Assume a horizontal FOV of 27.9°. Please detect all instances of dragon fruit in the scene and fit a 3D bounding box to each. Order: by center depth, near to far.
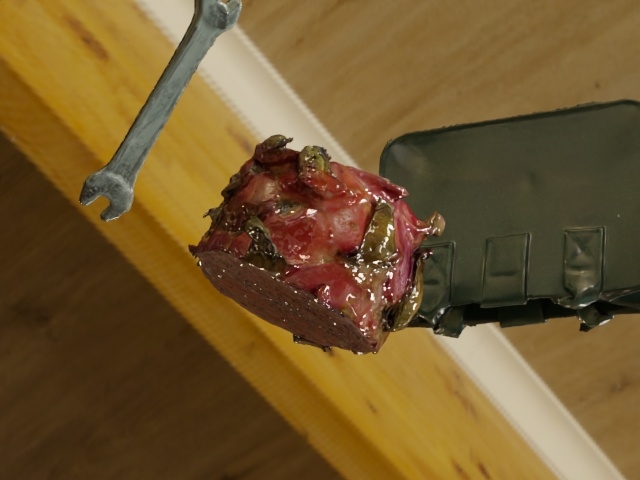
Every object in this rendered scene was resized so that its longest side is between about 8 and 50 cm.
[{"bbox_3d":[0.000,0.000,1.170,0.211,0.147,0.282,23,-18,16],"label":"dragon fruit"}]

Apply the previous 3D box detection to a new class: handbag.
[{"bbox_3d":[0.217,-0.018,1.397,0.326,0.239,0.089,-5,-30,28],"label":"handbag"}]

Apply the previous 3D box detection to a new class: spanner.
[{"bbox_3d":[-0.176,-0.153,1.436,0.071,0.017,0.302,26,-81,-39],"label":"spanner"}]
